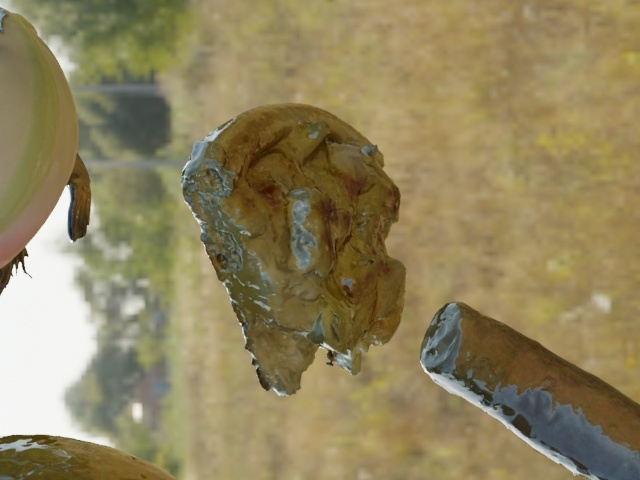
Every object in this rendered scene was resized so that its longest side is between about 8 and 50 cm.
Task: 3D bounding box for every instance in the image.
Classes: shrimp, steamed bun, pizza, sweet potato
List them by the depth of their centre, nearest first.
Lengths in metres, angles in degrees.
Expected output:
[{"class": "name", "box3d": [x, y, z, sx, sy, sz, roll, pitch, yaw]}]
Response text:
[{"class": "sweet potato", "box3d": [0.238, 0.145, 1.060, 0.109, 0.385, 0.109, -161, 90, -86]}, {"class": "pizza", "box3d": [0.000, 0.000, 1.356, 0.323, 0.089, 0.223, -9, -93, -66]}, {"class": "steamed bun", "box3d": [-0.399, -0.090, 1.918, 0.309, 0.309, 0.309, 179, 90, -84]}, {"class": "shrimp", "box3d": [-0.349, -0.021, 2.142, 0.058, 0.169, 0.296, -25, 48, 38]}]

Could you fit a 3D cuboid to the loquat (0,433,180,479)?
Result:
[{"class": "loquat", "box3d": [-0.190, 0.301, 1.176, 0.359, 0.328, 0.328, 68, -169, -46]}]
